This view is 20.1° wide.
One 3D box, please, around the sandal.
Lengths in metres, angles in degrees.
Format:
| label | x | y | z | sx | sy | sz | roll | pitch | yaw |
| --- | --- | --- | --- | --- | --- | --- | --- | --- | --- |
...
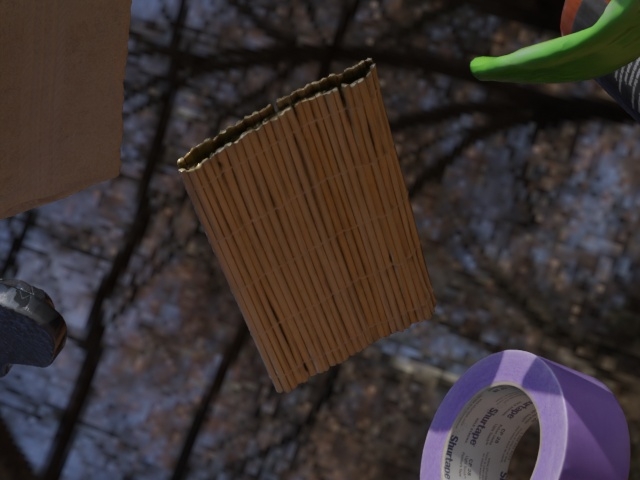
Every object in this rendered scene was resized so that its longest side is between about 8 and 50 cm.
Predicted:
| label | x | y | z | sx | sy | sz | roll | pitch | yaw |
| --- | --- | --- | --- | --- | --- | --- | --- | --- | --- |
| sandal | -0.269 | 0.062 | 1.512 | 0.054 | 0.097 | 0.254 | -59 | 15 | -19 |

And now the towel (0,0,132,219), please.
| label | x | y | z | sx | sy | sz | roll | pitch | yaw |
| --- | --- | --- | --- | --- | --- | --- | --- | --- | --- |
| towel | -0.262 | -0.146 | 1.677 | 0.187 | 0.049 | 0.282 | -22 | -41 | -34 |

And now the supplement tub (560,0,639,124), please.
| label | x | y | z | sx | sy | sz | roll | pitch | yaw |
| --- | --- | --- | --- | --- | --- | --- | --- | --- | --- |
| supplement tub | 0.237 | -0.097 | 1.081 | 0.106 | 0.198 | 0.106 | -21 | -42 | -20 |

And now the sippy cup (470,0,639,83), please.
| label | x | y | z | sx | sy | sz | roll | pitch | yaw |
| --- | --- | --- | --- | --- | --- | --- | --- | --- | --- |
| sippy cup | 0.077 | -0.235 | 0.801 | 0.240 | 0.224 | 0.305 | 39 | -127 | -24 |

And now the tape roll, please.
| label | x | y | z | sx | sy | sz | roll | pitch | yaw |
| --- | --- | --- | --- | --- | --- | --- | --- | --- | --- |
| tape roll | 0.178 | 0.197 | 1.596 | 0.080 | 0.189 | 0.189 | 23 | -96 | -33 |

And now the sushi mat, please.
| label | x | y | z | sx | sy | sz | roll | pitch | yaw |
| --- | --- | --- | --- | --- | --- | --- | --- | --- | --- |
| sushi mat | 0.000 | 0.000 | 1.320 | 0.151 | 0.019 | 0.316 | -28 | -35 | -6 |
